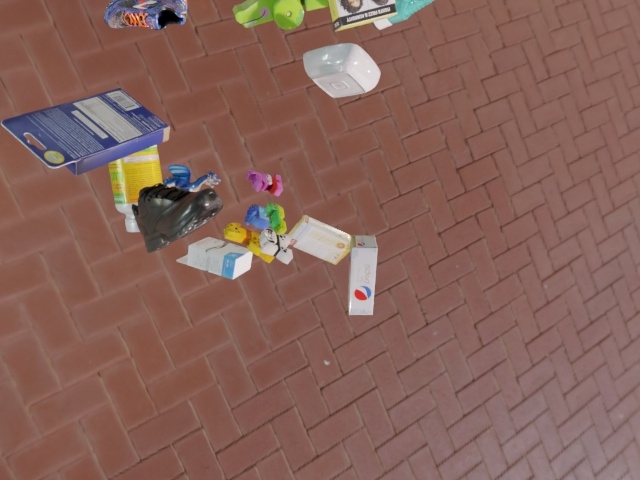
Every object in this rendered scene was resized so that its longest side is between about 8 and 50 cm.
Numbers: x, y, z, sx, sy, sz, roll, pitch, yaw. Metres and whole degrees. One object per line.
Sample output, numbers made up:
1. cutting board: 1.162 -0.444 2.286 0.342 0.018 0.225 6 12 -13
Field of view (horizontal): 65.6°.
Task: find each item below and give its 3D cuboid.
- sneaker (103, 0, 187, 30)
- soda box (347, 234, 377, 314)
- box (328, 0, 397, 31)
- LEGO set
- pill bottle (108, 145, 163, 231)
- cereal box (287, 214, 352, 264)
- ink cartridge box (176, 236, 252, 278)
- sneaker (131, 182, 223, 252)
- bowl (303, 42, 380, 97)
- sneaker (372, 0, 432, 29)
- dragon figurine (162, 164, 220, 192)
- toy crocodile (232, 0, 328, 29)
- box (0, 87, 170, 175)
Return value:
1. sneaker: -0.456 -0.598 1.309 0.221 0.083 0.087 -17 67 -10
2. soda box: 0.112 0.096 1.356 0.069 0.074 0.216 1 117 -1
3. box: 0.036 -0.411 0.662 0.087 0.058 0.232 -15 107 -4
4. LEGO set: -0.123 -0.036 0.917 0.093 0.087 0.227 19 37 -28
5. pill bottle: -0.519 -0.153 1.413 0.136 0.136 0.246 -10 102 -23
6. cereal box: 0.000 0.000 1.994 0.240 0.173 0.047 25 51 -17
7. ink cartridge box: -0.291 0.041 1.361 0.180 0.104 0.060 16 108 15
8. sneaker: -0.312 -0.063 1.021 0.109 0.286 0.130 -39 105 -45
9. bowl: 0.045 -0.353 1.060 0.142 0.142 0.053 22 72 -56
10. sneaker: 0.133 -0.499 0.755 0.124 0.178 0.296 -42 120 -62
11. dragon figurine: -0.502 -0.207 1.740 0.289 0.085 0.144 13 60 -12
12. toy crocodile: -0.023 -0.528 1.049 0.340 0.115 0.105 -15 130 1
13. box: -0.388 -0.184 0.836 0.136 0.036 0.225 38 43 14
